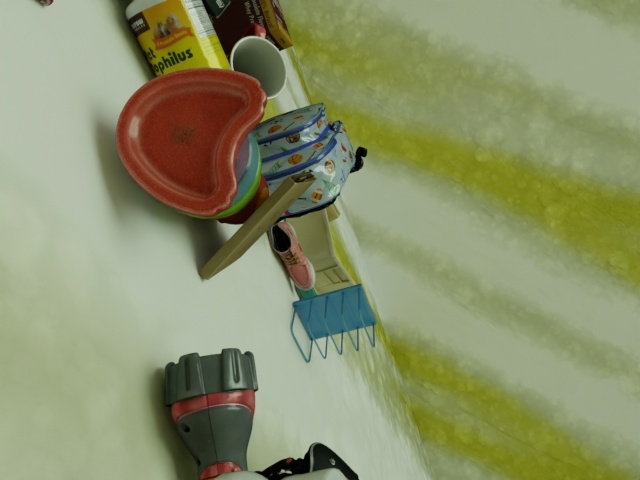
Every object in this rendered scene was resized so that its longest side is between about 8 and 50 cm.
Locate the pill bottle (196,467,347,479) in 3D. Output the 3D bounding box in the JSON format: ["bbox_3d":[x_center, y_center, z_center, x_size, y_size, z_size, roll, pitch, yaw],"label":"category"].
[{"bbox_3d":[-0.084,0.218,0.280,0.121,0.221,0.121,-18,90,-79],"label":"pill bottle"}]

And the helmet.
[{"bbox_3d":[-0.011,0.361,0.578,0.161,0.169,0.169,51,18,-19],"label":"helmet"}]

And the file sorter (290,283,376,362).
[{"bbox_3d":[0.032,0.194,1.027,0.104,0.170,0.118,-83,153,-60],"label":"file sorter"}]

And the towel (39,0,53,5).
[{"bbox_3d":[-0.293,-0.416,0.442,0.199,0.031,0.275,126,-33,-77],"label":"towel"}]

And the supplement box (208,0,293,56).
[{"bbox_3d":[-0.189,-0.482,0.951,0.129,0.194,0.191,-42,113,-78],"label":"supplement box"}]

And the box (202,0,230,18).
[{"bbox_3d":[-0.259,-0.473,0.732,0.184,0.045,0.191,38,-4,24],"label":"box"}]

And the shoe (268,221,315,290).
[{"bbox_3d":[-0.070,0.039,1.063,0.178,0.063,0.081,67,12,3],"label":"shoe"}]

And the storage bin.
[{"bbox_3d":[0.000,0.000,1.298,0.260,0.123,0.262,53,22,-58],"label":"storage bin"}]

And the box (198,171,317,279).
[{"bbox_3d":[-0.094,-0.029,0.716,0.021,0.201,0.164,46,14,-2],"label":"box"}]

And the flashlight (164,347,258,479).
[{"bbox_3d":[-0.099,0.271,0.459,0.103,0.103,0.304,15,54,-45],"label":"flashlight"}]

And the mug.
[{"bbox_3d":[-0.146,-0.319,0.876,0.113,0.169,0.150,43,66,-26],"label":"mug"}]

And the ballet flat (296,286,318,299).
[{"bbox_3d":[-0.014,0.164,1.155,0.052,0.057,0.168,-105,174,-74],"label":"ballet flat"}]

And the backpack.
[{"bbox_3d":[-0.057,-0.162,0.969,0.213,0.276,0.263,59,22,-31],"label":"backpack"}]

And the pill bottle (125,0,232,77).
[{"bbox_3d":[-0.225,-0.319,0.716,0.117,0.117,0.215,-85,154,-63],"label":"pill bottle"}]

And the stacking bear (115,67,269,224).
[{"bbox_3d":[-0.150,-0.098,0.650,0.289,0.164,0.176,74,32,-79],"label":"stacking bear"}]
